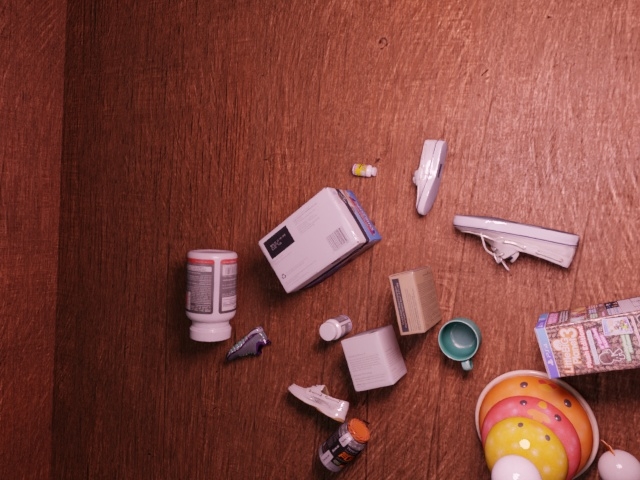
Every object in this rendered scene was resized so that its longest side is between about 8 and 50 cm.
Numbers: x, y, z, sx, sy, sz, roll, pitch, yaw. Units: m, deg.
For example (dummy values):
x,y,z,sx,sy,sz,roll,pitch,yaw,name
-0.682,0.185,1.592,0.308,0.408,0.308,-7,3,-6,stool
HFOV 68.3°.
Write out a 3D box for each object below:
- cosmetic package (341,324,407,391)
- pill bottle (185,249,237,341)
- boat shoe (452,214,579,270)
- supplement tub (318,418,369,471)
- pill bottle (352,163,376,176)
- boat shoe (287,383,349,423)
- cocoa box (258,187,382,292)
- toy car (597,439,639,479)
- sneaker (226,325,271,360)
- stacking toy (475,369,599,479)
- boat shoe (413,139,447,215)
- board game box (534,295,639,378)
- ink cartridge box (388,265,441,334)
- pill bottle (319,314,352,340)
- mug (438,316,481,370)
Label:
x,y,z,sx,sy,sz,roll,pitch,yaw,name
0.192,0.414,1.673,0.151,0.151,0.184,-21,81,28,cosmetic package
-0.459,0.226,1.983,0.210,0.210,0.364,5,93,28,pill bottle
0.589,0.019,1.469,0.366,0.136,0.157,13,101,18,boat shoe
0.090,0.760,1.758,0.117,0.117,0.190,46,112,19,supplement tub
0.162,-0.257,1.727,0.083,0.043,0.044,11,97,27,pill bottle
-0.004,0.606,1.826,0.276,0.098,0.096,16,70,36,boat shoe
0.000,0.000,1.718,0.347,0.227,0.232,-37,75,24,cocoa box
0.863,0.688,1.333,0.219,0.210,0.238,-22,52,14,toy car
-0.305,0.461,1.984,0.223,0.083,0.098,-44,77,22,sneaker
0.570,0.583,1.289,0.350,0.479,0.351,1,93,28,stacking toy
0.360,-0.216,1.605,0.084,0.095,0.259,16,89,31,boat shoe
0.773,0.265,1.310,0.290,0.232,0.141,-18,83,28,board game box
0.316,0.192,1.551,0.088,0.234,0.194,-14,84,27,ink cartridge box
0.056,0.326,1.750,0.078,0.137,0.078,1,92,28,pill bottle
0.460,0.332,1.556,0.129,0.097,0.158,19,101,26,mug
